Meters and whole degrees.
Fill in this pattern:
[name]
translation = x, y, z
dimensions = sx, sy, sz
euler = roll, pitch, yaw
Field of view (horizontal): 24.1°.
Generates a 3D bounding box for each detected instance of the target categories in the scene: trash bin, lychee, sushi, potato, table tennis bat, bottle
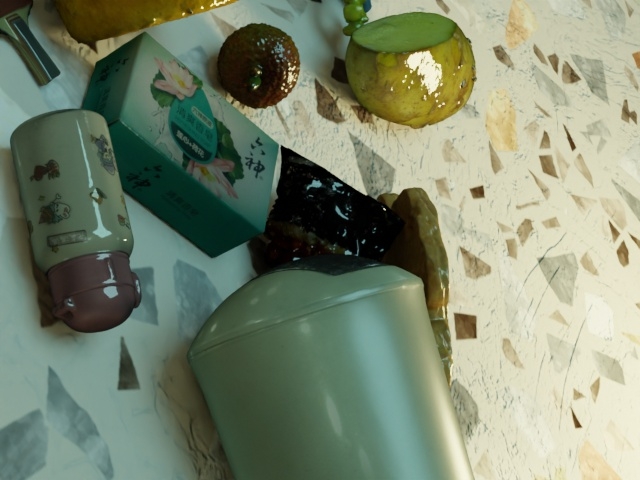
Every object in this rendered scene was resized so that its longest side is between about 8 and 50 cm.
[trash bin]
translation = 0.028, 0.230, 1.679
dimensions = 0.280, 0.280, 0.432
euler = -7, 77, -55
[lychee]
translation = -0.081, -0.232, 1.987
dimensions = 0.114, 0.114, 0.146
euler = 55, 15, -13
[sushi]
translation = 0.000, 0.000, 1.897
dimensions = 0.172, 0.150, 0.153
euler = 31, -4, 33
[potato]
translation = 0.140, -0.257, 2.245
dimensions = 0.298, 0.141, 0.176
euler = 1, 109, -62
[table tennis bat]
translation = -0.369, -0.274, 1.712
dimensions = 0.220, 0.019, 0.130
euler = 56, 34, -8
[bottle]
translation = -0.258, -0.017, 1.604
dimensions = 0.110, 0.110, 0.233
euler = 6, 62, -51

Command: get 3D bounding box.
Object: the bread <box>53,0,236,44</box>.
[bread]
translation = -0.201, -0.325, 1.786
dimensions = 0.268, 0.268, 0.146
euler = -37, 114, -56

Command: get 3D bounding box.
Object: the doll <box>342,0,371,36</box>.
[doll]
translation = 0.041, -0.495, 2.246
dimensions = 0.341, 0.098, 0.346
euler = -68, 145, -66

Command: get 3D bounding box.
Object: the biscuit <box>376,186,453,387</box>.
[biscuit]
translation = 0.118, 0.074, 1.912
dimensions = 0.051, 0.269, 0.376
euler = 1, 31, -11

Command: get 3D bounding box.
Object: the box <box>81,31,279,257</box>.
[box]
translation = -0.169, -0.113, 1.804
dimensions = 0.245, 0.092, 0.153
euler = 38, 41, -32
